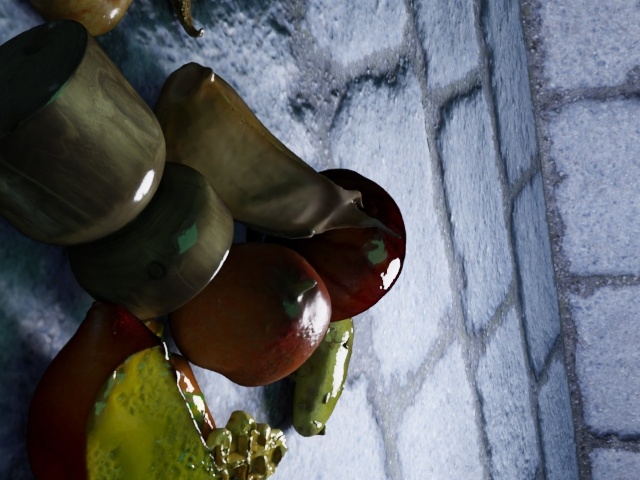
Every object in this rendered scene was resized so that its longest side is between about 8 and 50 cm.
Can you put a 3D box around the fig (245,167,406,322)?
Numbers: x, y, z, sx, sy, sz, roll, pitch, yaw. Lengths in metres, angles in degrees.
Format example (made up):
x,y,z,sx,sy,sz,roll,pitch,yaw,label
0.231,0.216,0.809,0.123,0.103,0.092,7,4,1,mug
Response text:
x,y,z,sx,sy,sz,roll,pitch,yaw,label
0.016,0.004,1.157,0.214,0.235,0.235,55,41,-22,fig

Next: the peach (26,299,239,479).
x,y,z,sx,sy,sz,roll,pitch,yaw,label
-0.220,0.198,0.795,0.154,0.159,0.267,-40,121,-41,peach

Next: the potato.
x,y,z,sx,sy,sz,roll,pitch,yaw,label
0.000,0.201,1.241,0.117,0.090,0.225,63,37,-71,potato

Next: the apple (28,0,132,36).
x,y,z,sx,sy,sz,roll,pitch,yaw,label
-0.256,-0.284,0.827,0.126,0.102,0.125,11,78,-60,apple

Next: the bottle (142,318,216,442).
x,y,z,sx,sy,sz,roll,pitch,yaw,label
-0.187,0.171,0.945,0.069,0.069,0.187,-51,129,-49,bottle

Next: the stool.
x,y,z,sx,sy,sz,roll,pitch,yaw,label
-0.228,-0.063,0.782,0.264,0.179,0.179,56,42,-43,stool

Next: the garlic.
x,y,z,sx,sy,sz,roll,pitch,yaw,label
-0.076,-0.084,1.002,0.338,0.196,0.151,40,70,-23,garlic

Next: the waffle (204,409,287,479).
x,y,z,sx,sy,sz,roll,pitch,yaw,label
-0.129,0.356,0.986,0.291,0.051,0.291,-34,133,-48,waffle

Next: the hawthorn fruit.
x,y,z,sx,sy,sz,roll,pitch,yaw,label
-0.071,0.084,0.969,0.200,0.251,0.199,10,71,-31,hawthorn fruit

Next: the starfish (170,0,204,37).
x,y,z,sx,sy,sz,roll,pitch,yaw,label
-0.163,-0.366,1.015,0.146,0.074,0.189,-48,149,-57,starfish
